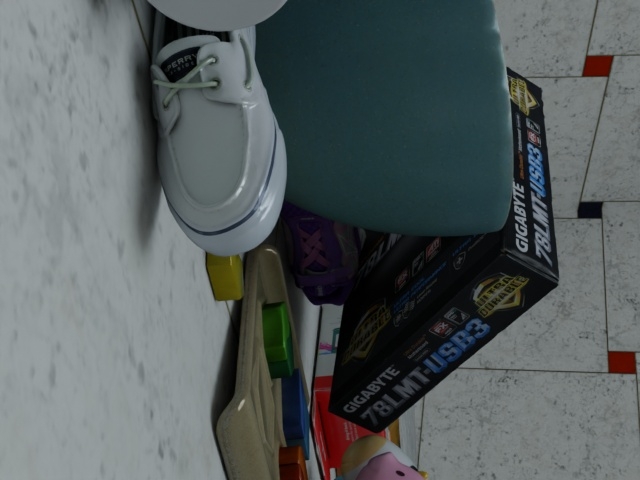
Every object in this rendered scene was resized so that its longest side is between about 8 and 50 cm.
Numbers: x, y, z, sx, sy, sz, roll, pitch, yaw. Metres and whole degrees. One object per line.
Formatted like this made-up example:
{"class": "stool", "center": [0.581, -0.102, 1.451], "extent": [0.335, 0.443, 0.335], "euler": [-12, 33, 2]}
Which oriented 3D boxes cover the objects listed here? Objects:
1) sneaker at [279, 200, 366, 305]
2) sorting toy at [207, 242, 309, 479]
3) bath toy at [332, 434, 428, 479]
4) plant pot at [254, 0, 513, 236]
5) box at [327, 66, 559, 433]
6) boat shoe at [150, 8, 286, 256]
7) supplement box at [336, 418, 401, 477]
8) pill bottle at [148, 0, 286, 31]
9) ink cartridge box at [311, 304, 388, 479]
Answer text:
{"class": "sneaker", "center": [0.000, 0.000, 1.055], "extent": [0.236, 0.095, 0.104], "euler": [71, 23, -63]}
{"class": "sorting toy", "center": [-0.042, 0.106, 0.828], "extent": [0.229, 0.041, 0.307], "euler": [-84, 166, -56]}
{"class": "bath toy", "center": [0.055, 0.263, 0.936], "extent": [0.348, 0.129, 0.151], "euler": [83, 10, -82]}
{"class": "plant pot", "center": [0.026, -0.131, 0.838], "extent": [0.290, 0.195, 0.290], "euler": [168, -90, -89]}
{"class": "box", "center": [0.123, 0.008, 1.042], "extent": [0.295, 0.073, 0.293], "euler": [-49, -157, 40]}
{"class": "boat shoe", "center": [-0.078, -0.095, 0.630], "extent": [0.076, 0.083, 0.226], "euler": [56, 16, -50]}
{"class": "supplement box", "center": [0.072, 0.295, 1.418], "extent": [0.233, 0.080, 0.078], "euler": [29, 57, -79]}
{"class": "pill bottle", "center": [-0.052, -0.241, 0.606], "extent": [0.146, 0.146, 0.264], "euler": [77, 12, -47]}
{"class": "ink cartridge box", "center": [0.042, 0.188, 1.252], "extent": [0.231, 0.078, 0.134], "euler": [-83, 165, -56]}
